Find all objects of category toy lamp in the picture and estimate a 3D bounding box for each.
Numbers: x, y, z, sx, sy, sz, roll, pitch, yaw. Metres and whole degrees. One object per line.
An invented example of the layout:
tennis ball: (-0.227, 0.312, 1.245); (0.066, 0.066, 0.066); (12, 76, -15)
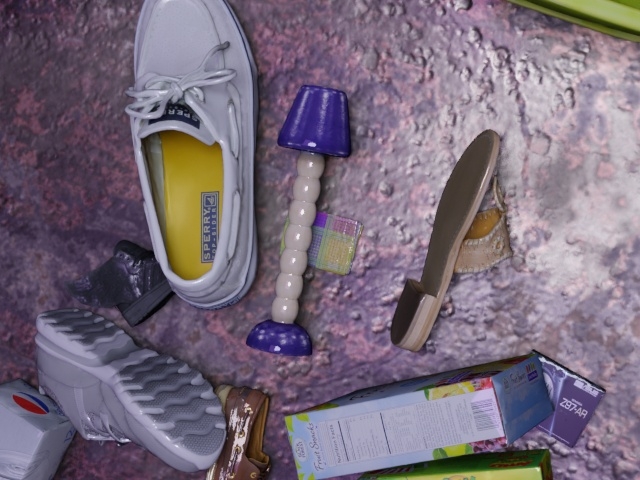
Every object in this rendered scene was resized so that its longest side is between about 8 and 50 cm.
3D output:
toy lamp: (-0.019, -0.021, 1.170); (0.080, 0.080, 0.274); (9, 93, 16)

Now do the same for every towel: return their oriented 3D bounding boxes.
towel: (0.000, 0.000, 1.211); (0.083, 0.009, 0.060); (14, 95, 17)

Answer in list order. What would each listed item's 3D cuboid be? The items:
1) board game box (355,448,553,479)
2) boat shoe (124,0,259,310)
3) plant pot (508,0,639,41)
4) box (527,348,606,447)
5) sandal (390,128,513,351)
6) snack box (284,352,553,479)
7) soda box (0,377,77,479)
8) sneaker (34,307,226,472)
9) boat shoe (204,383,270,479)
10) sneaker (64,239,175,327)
board game box: (0.134, 0.242, 1.128); (0.181, 0.092, 0.043); (-8, 89, 16)
boat shoe: (-0.141, -0.118, 1.153); (0.136, 0.156, 0.367); (-5, 78, 8)
plant pot: (0.261, -0.296, 1.005); (0.228, 0.207, 0.227); (15, 96, -12)
box: (0.232, 0.158, 1.137); (0.083, 0.018, 0.067); (30, 99, 14)
sandal: (0.152, 0.009, 1.145); (0.079, 0.088, 0.240); (19, 104, -16)
snack box: (0.097, 0.167, 1.084); (0.207, 0.174, 0.070); (-16, 85, 23)
soda box: (-0.384, 0.304, 1.282); (0.098, 0.091, 0.286); (30, 98, 14)
sneaker: (-0.205, 0.176, 1.218); (0.281, 0.105, 0.115); (30, 116, 38)
boat shoe: (-0.085, 0.242, 1.208); (0.060, 0.064, 0.177); (1, 87, 16)
sneaker: (-0.193, 0.029, 1.246); (0.170, 0.051, 0.089); (-40, 84, 16)
